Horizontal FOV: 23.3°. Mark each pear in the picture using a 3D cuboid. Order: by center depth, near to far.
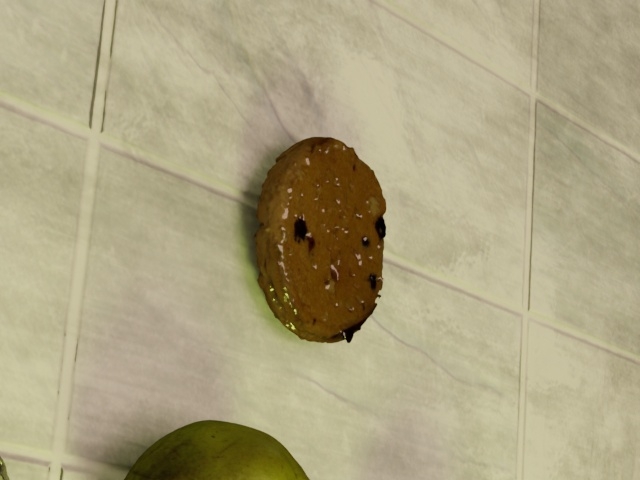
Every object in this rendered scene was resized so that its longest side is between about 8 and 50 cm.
[{"bbox_3d":[-0.125,0.322,1.867,0.269,0.212,0.213,4,80,-39],"label":"pear"}]

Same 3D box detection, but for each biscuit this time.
[{"bbox_3d":[-0.002,0.001,2.182,0.296,0.075,0.296,8,80,-55],"label":"biscuit"}]

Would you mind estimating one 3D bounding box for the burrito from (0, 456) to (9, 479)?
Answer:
[{"bbox_3d":[-0.353,0.314,1.719,0.045,0.041,0.186,-14,97,-10],"label":"burrito"}]
